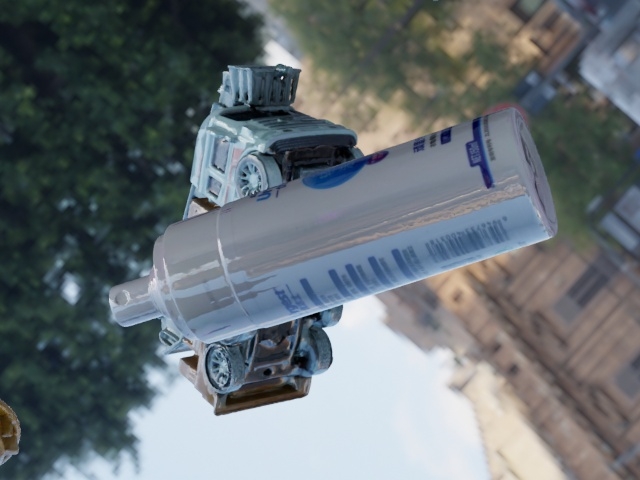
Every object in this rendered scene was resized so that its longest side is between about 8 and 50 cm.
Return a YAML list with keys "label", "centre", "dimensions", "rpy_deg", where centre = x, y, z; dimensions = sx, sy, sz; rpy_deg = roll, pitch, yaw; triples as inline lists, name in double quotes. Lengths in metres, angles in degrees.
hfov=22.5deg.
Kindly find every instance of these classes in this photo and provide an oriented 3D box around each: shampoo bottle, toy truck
- label: "shampoo bottle"
  centre: [0.000, 0.000, 1.071]
  dimensions: [0.092, 0.303, 0.092]
  rpy_deg: [-18, -90, -74]
- label: "toy truck"
  centre: [-0.072, -0.012, 1.613]
  dimensions: [0.133, 0.338, 0.184]
  rpy_deg: [-8, -151, -39]

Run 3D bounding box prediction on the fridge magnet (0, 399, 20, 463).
- label: "fridge magnet"
  centre: [-0.380, 0.205, 1.654]
  dimensions: [0.143, 0.143, 0.063]
  rpy_deg: [32, -152, -39]
